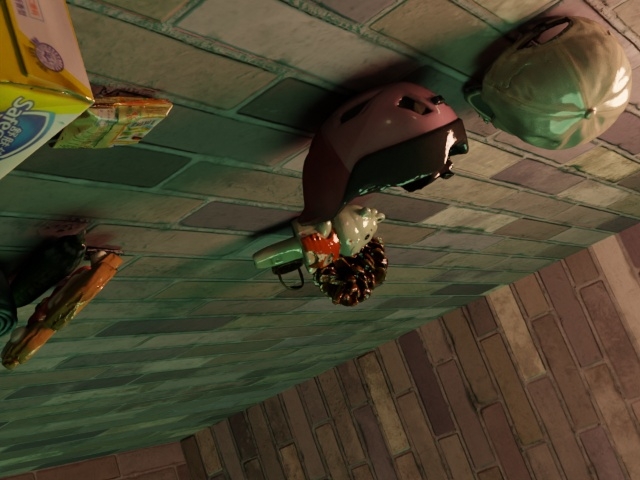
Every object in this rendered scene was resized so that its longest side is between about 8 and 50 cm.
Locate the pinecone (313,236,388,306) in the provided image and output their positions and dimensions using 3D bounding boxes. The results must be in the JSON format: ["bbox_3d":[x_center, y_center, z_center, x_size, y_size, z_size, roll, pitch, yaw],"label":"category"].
[{"bbox_3d":[0.054,0.051,1.710,0.173,0.173,0.173,-19,164,-6],"label":"pinecone"}]

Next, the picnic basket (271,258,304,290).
[{"bbox_3d":[-0.061,0.059,1.734,0.072,0.083,0.072,-18,164,-5],"label":"picnic basket"}]

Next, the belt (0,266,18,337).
[{"bbox_3d":[-0.541,0.106,1.245,0.206,0.116,0.267,-20,168,-15],"label":"belt"}]

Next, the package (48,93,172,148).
[{"bbox_3d":[-0.237,-0.132,0.998,0.108,0.031,0.121,-6,164,-39],"label":"package"}]

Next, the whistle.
[{"bbox_3d":[-0.001,-0.002,1.594,0.253,0.106,0.102,-18,123,-7],"label":"whistle"}]

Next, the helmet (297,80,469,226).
[{"bbox_3d":[0.070,-0.126,1.186,0.253,0.154,0.198,-10,-167,35],"label":"helmet"}]

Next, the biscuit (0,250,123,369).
[{"bbox_3d":[-0.388,0.094,1.318,0.216,0.047,0.339,-51,-168,-24],"label":"biscuit"}]

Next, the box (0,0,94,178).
[{"bbox_3d":[-0.315,-0.120,0.705,0.265,0.168,0.097,-31,159,29],"label":"box"}]

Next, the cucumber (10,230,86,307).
[{"bbox_3d":[-0.405,0.041,1.315,0.056,0.056,0.250,-2,158,-47],"label":"cucumber"}]

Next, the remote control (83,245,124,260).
[{"bbox_3d":[-0.351,0.020,1.383,0.039,0.014,0.096,-26,164,23],"label":"remote control"}]

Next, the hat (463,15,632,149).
[{"bbox_3d":[0.335,-0.200,1.258,0.232,0.161,0.275,-17,167,2],"label":"hat"}]
